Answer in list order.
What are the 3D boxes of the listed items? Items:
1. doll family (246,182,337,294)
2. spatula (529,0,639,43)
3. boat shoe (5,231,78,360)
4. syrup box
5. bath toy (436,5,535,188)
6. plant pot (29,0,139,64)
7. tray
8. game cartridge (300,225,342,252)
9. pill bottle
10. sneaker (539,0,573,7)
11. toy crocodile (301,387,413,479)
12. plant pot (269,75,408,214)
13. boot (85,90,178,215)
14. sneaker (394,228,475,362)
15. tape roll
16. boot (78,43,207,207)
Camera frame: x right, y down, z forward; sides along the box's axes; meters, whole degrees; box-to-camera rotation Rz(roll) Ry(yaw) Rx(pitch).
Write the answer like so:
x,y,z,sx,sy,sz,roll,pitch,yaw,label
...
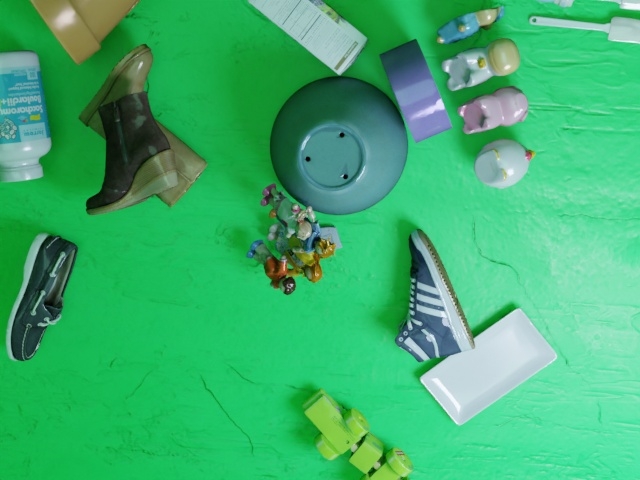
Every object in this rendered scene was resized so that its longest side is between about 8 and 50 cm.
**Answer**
x,y,z,sx,sy,sz,roll,pitch,yaw,label
-0.044,-0.002,1.767,0.163,0.118,0.263,45,142,25,doll family
0.544,-0.485,1.691,0.242,0.019,0.168,9,104,7,spatula
-0.612,0.135,1.890,0.091,0.114,0.302,18,104,7,boat shoe
-0.021,-0.439,1.714,0.237,0.093,0.096,38,103,-3,syrup box
0.350,-0.280,1.705,0.151,0.129,0.348,-4,104,52,bath toy
-0.474,-0.519,1.662,0.203,0.291,0.291,-35,97,-5,plant pot
0.364,0.273,1.870,0.270,0.030,0.145,-38,96,12,tray
0.000,0.000,1.851,0.083,0.017,0.056,-15,104,9,game cartridge
-0.644,-0.258,1.788,0.146,0.146,0.264,-4,103,6,pill bottle
0.441,-0.633,1.606,0.150,0.135,0.366,11,97,7,sneaker
0.096,0.466,1.910,0.340,0.105,0.115,43,103,0,toy crocodile
0.030,-0.179,1.716,0.290,0.195,0.290,1,102,5,plant pot
-0.413,-0.174,1.767,0.248,0.090,0.207,-20,93,26,boot
0.207,0.126,1.818,0.153,0.099,0.282,-22,97,15,sneaker
0.187,-0.291,1.678,0.080,0.189,0.189,-23,99,9,tape roll
-0.341,-0.240,1.797,0.269,0.089,0.236,43,116,-4,boot
